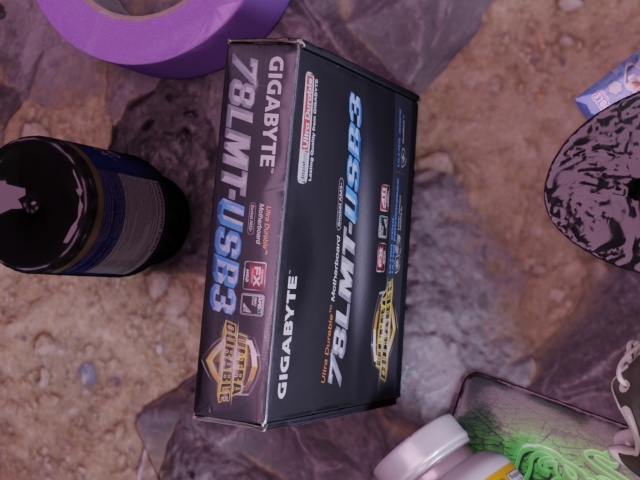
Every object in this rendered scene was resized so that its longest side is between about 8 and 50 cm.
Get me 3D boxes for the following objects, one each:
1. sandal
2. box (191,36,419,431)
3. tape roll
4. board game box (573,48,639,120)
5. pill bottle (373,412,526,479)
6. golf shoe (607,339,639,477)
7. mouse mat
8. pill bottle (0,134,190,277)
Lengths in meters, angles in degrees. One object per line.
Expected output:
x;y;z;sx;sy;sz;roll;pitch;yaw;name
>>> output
0.396;-0.040;1.006;0.445;0.107;0.168;6;93;20;sandal
0.000;0.000;1.071;0.073;0.293;0.296;4;88;21;box
-0.154;-0.302;1.259;0.274;0.090;0.275;-1;86;22;tape roll
0.284;-0.114;1.110;0.090;0.020;0.090;-39;75;17;board game box
0.142;0.255;1.088;0.117;0.117;0.208;-43;73;14;pill bottle
0.286;0.099;1.001;0.120;0.105;0.273;14;125;28;golf shoe
0.195;0.217;1.137;0.189;0.007;0.153;18;94;21;mouse mat
-0.213;-0.026;1.196;0.122;0.219;0.123;-1;87;21;pill bottle
